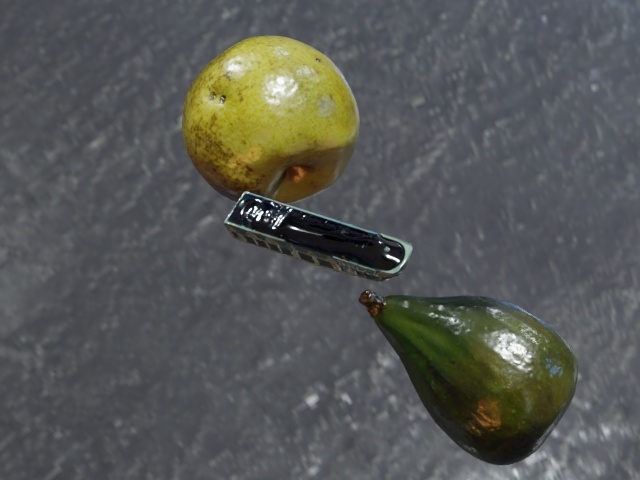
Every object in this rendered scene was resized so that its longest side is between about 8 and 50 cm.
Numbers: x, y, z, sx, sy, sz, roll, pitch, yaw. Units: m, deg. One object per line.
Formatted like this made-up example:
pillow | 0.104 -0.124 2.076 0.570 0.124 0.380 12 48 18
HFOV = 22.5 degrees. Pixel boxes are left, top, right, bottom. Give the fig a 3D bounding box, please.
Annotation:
fig | 0.111 0.086 1.231 0.177 0.117 0.117 37 73 15

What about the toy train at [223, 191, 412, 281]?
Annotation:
toy train | 0.000 0.000 1.556 0.207 0.047 0.043 17 61 34

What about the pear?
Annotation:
pear | -0.058 -0.139 1.783 0.197 0.197 0.197 -11 51 14
